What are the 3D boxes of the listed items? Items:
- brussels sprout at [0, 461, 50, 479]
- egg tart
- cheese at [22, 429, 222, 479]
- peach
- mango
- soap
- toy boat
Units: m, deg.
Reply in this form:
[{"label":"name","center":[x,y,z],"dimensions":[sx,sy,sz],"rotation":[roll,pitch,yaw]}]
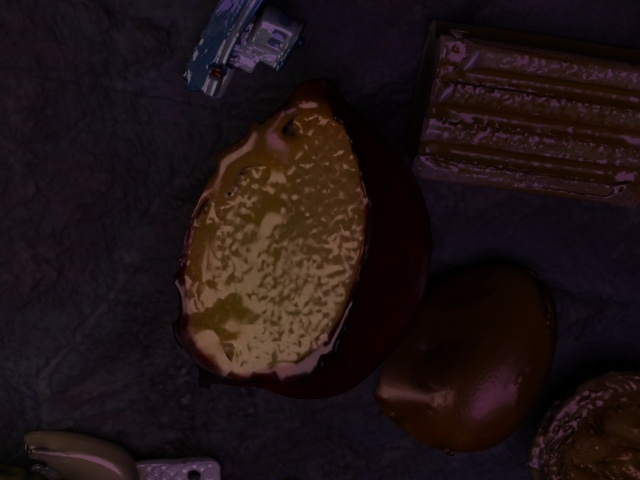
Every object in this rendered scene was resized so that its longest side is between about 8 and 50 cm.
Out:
[{"label":"brussels sprout","center":[-0.394,0.397,1.928],"dimensions":[0.355,0.281,0.289],"rotation":[51,137,1]},{"label":"egg tart","center":[0.362,0.257,2.047],"dimensions":[0.252,0.098,0.232],"rotation":[9,107,-14]},{"label":"cheese","center":[-0.235,0.280,2.017],"dimensions":[0.235,0.050,0.127],"rotation":[-4,115,-3]},{"label":"peach","center":[0.000,0.000,1.837],"dimensions":[0.257,0.201,0.362],"rotation":[20,103,33]},{"label":"mango","center":[0.187,0.137,1.945],"dimensions":[0.136,0.166,0.236],"rotation":[21,92,-59]},{"label":"soap","center":[0.243,-0.141,1.853],"dimensions":[0.274,0.089,0.174],"rotation":[8,113,-10]},{"label":"toy boat","center":[-0.061,-0.234,1.777],"dimensions":[0.102,0.088,0.215],"rotation":[26,112,-6]}]
